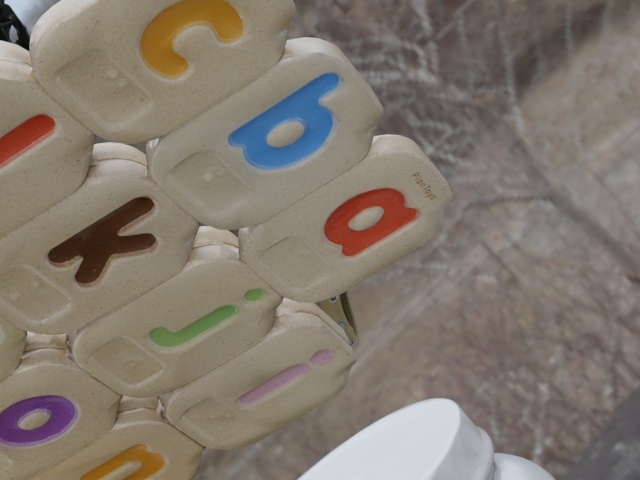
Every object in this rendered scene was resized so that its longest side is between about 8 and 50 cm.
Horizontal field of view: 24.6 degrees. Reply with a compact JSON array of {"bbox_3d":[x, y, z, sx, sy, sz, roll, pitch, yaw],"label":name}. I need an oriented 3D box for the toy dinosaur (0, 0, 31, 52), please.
[{"bbox_3d":[-0.300,-0.110,0.872,0.218,0.321,0.164,6,23,20],"label":"toy dinosaur"}]

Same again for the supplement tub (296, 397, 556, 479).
[{"bbox_3d":[0.108,0.285,0.922,0.235,0.325,0.235,-38,9,7],"label":"supplement tub"}]

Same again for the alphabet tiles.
[{"bbox_3d":[-0.106,0.018,0.474,0.278,0.284,0.021,-31,51,12],"label":"alphabet tiles"}]

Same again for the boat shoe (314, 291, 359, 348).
[{"bbox_3d":[0.000,0.000,0.833,0.190,0.072,0.068,89,-177,-53],"label":"boat shoe"}]
